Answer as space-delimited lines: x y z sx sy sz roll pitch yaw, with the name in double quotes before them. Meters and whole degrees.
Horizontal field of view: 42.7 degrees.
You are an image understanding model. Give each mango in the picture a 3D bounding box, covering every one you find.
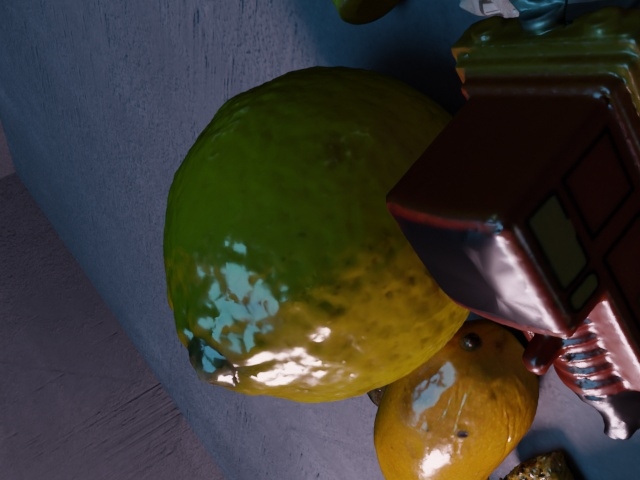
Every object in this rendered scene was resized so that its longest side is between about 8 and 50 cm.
"mango" 0.159 0.232 1.017 0.144 0.187 0.359 -101 18 -46

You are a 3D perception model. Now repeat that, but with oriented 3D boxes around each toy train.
"toy train" 0.197 -0.014 0.576 0.369 0.231 0.163 53 162 -29

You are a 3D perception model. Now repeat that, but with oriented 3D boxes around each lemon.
"lemon" 0.000 0.000 0.856 0.350 0.387 0.350 24 139 23

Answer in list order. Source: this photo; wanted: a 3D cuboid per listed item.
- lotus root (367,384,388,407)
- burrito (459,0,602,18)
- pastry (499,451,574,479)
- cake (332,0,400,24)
"lotus root" 0.112 0.180 1.135 0.120 0.120 0.209 39 147 37
"burrito" 0.183 -0.196 0.662 0.203 0.064 0.064 35 145 44
"pastry" 0.277 0.313 1.037 0.080 0.056 0.140 50 148 5
"cake" 0.049 -0.256 0.821 0.044 0.084 0.084 58 156 20
